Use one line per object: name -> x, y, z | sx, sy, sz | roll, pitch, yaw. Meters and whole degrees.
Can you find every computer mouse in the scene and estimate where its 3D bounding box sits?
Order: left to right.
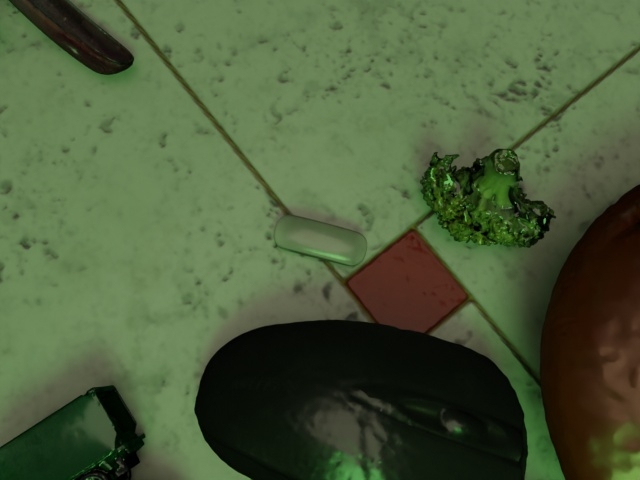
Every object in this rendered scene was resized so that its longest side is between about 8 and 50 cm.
computer mouse -> 0.033, 0.131, 0.456 | 0.270, 0.086, 0.137 | 11, 64, 3

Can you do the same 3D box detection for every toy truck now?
toy truck -> -0.213, 0.187, 0.462 | 0.147, 0.065, 0.079 | -34, 82, -8

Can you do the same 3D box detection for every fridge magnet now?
fridge magnet -> 0.345, 0.112, 0.460 | 0.364, 0.155, 0.363 | 1, 79, -4

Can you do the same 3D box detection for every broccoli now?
broccoli -> 0.144, -0.036, 0.509 | 0.095, 0.092, 0.096 | -15, 64, -19

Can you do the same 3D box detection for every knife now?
knife -> -0.271, -0.252, 0.538 | 0.278, 0.053, 0.123 | 49, 38, -3

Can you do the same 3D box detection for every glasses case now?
glasses case -> 0.000, 0.000, 0.527 | 0.083, 0.021, 0.032 | 13, 83, -1
